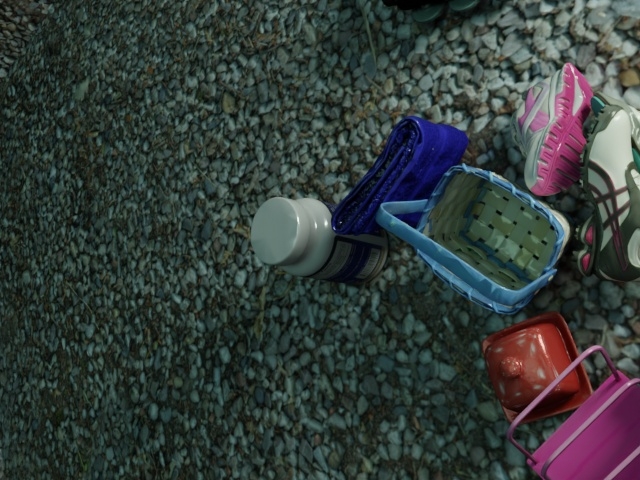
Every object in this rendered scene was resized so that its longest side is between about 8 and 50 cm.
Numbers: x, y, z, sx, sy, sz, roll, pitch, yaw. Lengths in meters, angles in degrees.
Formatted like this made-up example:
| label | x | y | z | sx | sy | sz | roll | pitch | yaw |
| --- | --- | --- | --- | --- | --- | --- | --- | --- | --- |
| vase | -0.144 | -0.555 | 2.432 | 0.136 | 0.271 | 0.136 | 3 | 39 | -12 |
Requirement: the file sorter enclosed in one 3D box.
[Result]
| label | x | y | z | sx | sy | sz | roll | pitch | yaw |
| --- | --- | --- | --- | --- | --- | --- | --- | --- | --- |
| file sorter | 0.424 | 0.314 | 0.903 | 0.202 | 0.182 | 0.291 | -46 | 46 | 2 |

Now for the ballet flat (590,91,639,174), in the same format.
| label | x | y | z | sx | sy | sz | roll | pitch | yaw |
| --- | --- | --- | --- | --- | --- | --- | --- | --- | --- |
| ballet flat | 0.503 | -0.155 | 1.066 | 0.068 | 0.072 | 0.213 | -24 | 65 | 5 |

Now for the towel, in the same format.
| label | x | y | z | sx | sy | sz | roll | pitch | yaw |
| --- | --- | --- | --- | --- | --- | --- | --- | --- | --- |
| towel | 0.157 | -0.102 | 1.195 | 0.076 | 0.308 | 0.228 | 42 | 111 | 16 |

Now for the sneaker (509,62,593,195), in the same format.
| label | x | y | z | sx | sy | sz | roll | pitch | yaw |
| --- | --- | --- | --- | --- | --- | --- | --- | --- | --- |
| sneaker | 0.373 | -0.172 | 1.129 | 0.111 | 0.103 | 0.252 | -20 | 39 | 51 |

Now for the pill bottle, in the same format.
| label | x | y | z | sx | sy | sz | roll | pitch | yaw |
| --- | --- | --- | --- | --- | --- | --- | --- | --- | --- |
| pill bottle | 0.000 | 0.000 | 1.327 | 0.153 | 0.264 | 0.153 | -9 | 75 | 39 |

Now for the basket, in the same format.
| label | x | y | z | sx | sy | sz | roll | pitch | yaw |
| --- | --- | --- | --- | --- | --- | --- | --- | --- | --- |
| basket | 0.258 | 0.003 | 1.075 | 0.255 | 0.289 | 0.201 | 39 | 117 | 32 |

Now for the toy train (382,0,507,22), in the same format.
| label | x | y | z | sx | sy | sz | roll | pitch | yaw |
| --- | --- | --- | --- | --- | --- | --- | --- | --- | --- |
| toy train | 0.264 | -0.544 | 1.294 | 0.334 | 0.142 | 0.190 | -1 | 72 | 41 |

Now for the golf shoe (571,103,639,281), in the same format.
| label | x | y | z | sx | sy | sz | roll | pitch | yaw |
| --- | --- | --- | --- | --- | --- | --- | --- | --- | --- |
| golf shoe | 0.458 | -0.069 | 1.027 | 0.120 | 0.105 | 0.273 | 12 | 114 | 41 |

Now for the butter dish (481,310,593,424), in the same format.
| label | x | y | z | sx | sy | sz | roll | pitch | yaw |
| --- | --- | --- | --- | --- | --- | --- | --- | --- | --- |
| butter dish | 0.329 | 0.207 | 1.102 | 0.160 | 0.118 | 0.160 | -30 | 63 | 33 |
